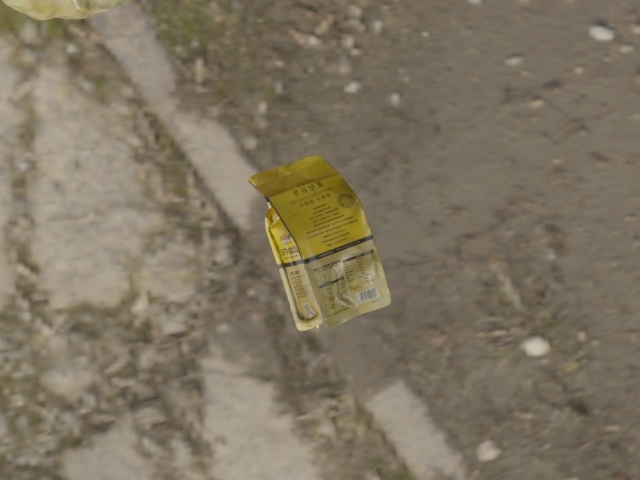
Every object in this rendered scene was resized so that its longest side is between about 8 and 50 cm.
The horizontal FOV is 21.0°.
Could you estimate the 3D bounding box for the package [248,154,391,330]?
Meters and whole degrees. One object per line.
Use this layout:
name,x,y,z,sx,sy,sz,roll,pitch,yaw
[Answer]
package,0.000,0.000,1.321,0.047,0.071,0.131,-17,90,62

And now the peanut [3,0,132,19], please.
peanut,-0.157,-0.322,1.536,0.158,0.340,0.174,53,155,-24
